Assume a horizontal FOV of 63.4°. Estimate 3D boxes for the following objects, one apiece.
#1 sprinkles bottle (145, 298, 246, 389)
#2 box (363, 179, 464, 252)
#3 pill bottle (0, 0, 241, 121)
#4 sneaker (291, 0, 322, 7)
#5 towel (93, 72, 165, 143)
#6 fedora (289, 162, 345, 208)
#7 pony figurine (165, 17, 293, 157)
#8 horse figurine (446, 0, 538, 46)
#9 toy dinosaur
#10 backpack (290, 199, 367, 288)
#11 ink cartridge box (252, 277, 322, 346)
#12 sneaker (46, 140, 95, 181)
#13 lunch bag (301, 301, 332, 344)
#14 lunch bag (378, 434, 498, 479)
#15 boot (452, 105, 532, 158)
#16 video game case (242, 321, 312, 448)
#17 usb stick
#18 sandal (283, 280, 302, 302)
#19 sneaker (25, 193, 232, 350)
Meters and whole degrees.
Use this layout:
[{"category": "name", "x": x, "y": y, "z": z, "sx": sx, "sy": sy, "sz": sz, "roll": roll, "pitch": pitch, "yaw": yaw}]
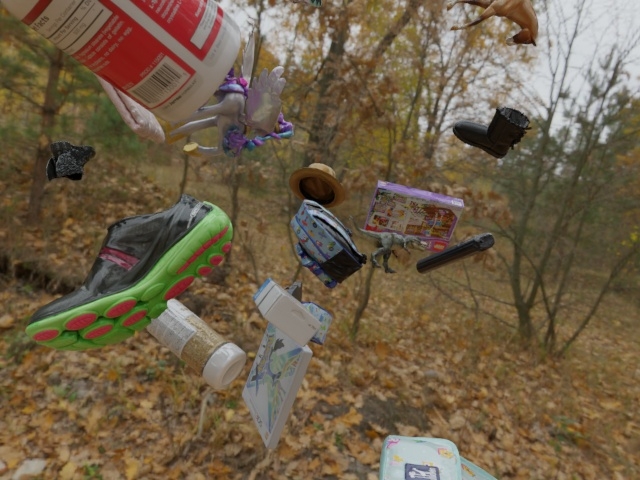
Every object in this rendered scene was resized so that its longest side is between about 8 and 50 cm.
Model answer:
[{"category": "sprinkles bottle", "x": -0.369, "y": 0.256, "z": 1.415, "sx": 0.355, "sy": 0.121, "sz": 0.121, "roll": 32, "pitch": 14, "yaw": 21}, {"category": "box", "x": 0.311, "y": -0.077, "z": 1.761, "sx": 0.294, "sy": 0.200, "sz": 0.057, "roll": 14, "pitch": 35, "yaw": -1}, {"category": "pill bottle", "x": -0.348, "y": -0.397, "z": 0.840, "sx": 0.408, "sy": 0.229, "sz": 0.229, "roll": 35, "pitch": -8, "yaw": -39}, {"category": "sneaker", "x": -0.049, "y": -0.652, "z": 1.392, "sx": 0.098, "sy": 0.038, "sz": 0.069, "roll": 20, "pitch": -5, "yaw": -32}, {"category": "towel", "x": -0.539, "y": -0.411, "z": 1.391, "sx": 0.316, "sy": 0.053, "sz": 0.332, "roll": 58, "pitch": -3, "yaw": -9}, {"category": "fedora", "x": -0.003, "y": -0.182, "z": 1.630, "sx": 0.195, "sy": 0.079, "sz": 0.194, "roll": 13, "pitch": -31, "yaw": 8}, {"category": "pony figurine", "x": -0.236, "y": -0.368, "z": 1.392, "sx": 0.364, "sy": 0.351, "sz": 0.302, "roll": -8, "pitch": 57, "yaw": -15}, {"category": "horse figurine", "x": 0.332, "y": -0.506, "z": 1.000, "sx": 0.175, "sy": 0.263, "sz": 0.066, "roll": -3, "pitch": 2, "yaw": 4}, {"category": "toy dinosaur", "x": 0.171, "y": 0.022, "z": 1.391, "sx": 0.268, "sy": 0.118, "sz": 0.064, "roll": 14, "pitch": -14, "yaw": -33}, {"category": "backpack", "x": 0.000, "y": 0.000, "z": 1.147, "sx": 0.173, "sy": 0.117, "sz": 0.158, "roll": 43, "pitch": 12, "yaw": -31}, {"category": "ink cartridge box", "x": -0.092, "y": 0.185, "z": 1.366, "sx": 0.140, "sy": 0.082, "sz": 0.191, "roll": 41, "pitch": -3, "yaw": -17}, {"category": "sneaker", "x": -0.566, "y": -0.175, "z": 1.186, "sx": 0.051, "sy": 0.089, "sz": 0.170, "roll": -16, "pitch": 0, "yaw": 9}, {"category": "lunch bag", "x": -0.027, "y": 0.326, "z": 2.039, "sx": 0.151, "sy": 0.128, "sz": 0.096, "roll": 33, "pitch": -23, "yaw": -29}, {"category": "lunch bag", "x": 0.211, "y": 0.480, "z": 0.912, "sx": 0.262, "sy": 0.160, "sz": 0.223, "roll": 37, "pitch": 19, "yaw": -1}, {"category": "boot", "x": 0.311, "y": -0.206, "z": 0.943, "sx": 0.121, "sy": 0.045, "sz": 0.099, "roll": 31, "pitch": -24, "yaw": 7}, {"category": "video game case", "x": -0.148, "y": 0.431, "z": 1.651, "sx": 0.036, "sy": 0.328, "sz": 0.300, "roll": 17, "pitch": 9, "yaw": -27}, {"category": "usb stick", "x": 0.363, "y": 0.039, "z": 1.424, "sx": 0.077, "sy": 0.045, "sz": 0.278, "roll": -23, "pitch": -6, "yaw": -29}, {"category": "sandal", "x": -0.097, "y": 0.188, "z": 1.702, "sx": 0.055, "sy": 0.097, "sz": 0.254, "roll": 2, "pitch": 0, "yaw": 3}, {"category": "sneaker", "x": -0.427, "y": 0.068, "z": 1.174, "sx": 0.202, "sy": 0.483, "sz": 0.185, "roll": 42, "pitch": -24, "yaw": 27}]
